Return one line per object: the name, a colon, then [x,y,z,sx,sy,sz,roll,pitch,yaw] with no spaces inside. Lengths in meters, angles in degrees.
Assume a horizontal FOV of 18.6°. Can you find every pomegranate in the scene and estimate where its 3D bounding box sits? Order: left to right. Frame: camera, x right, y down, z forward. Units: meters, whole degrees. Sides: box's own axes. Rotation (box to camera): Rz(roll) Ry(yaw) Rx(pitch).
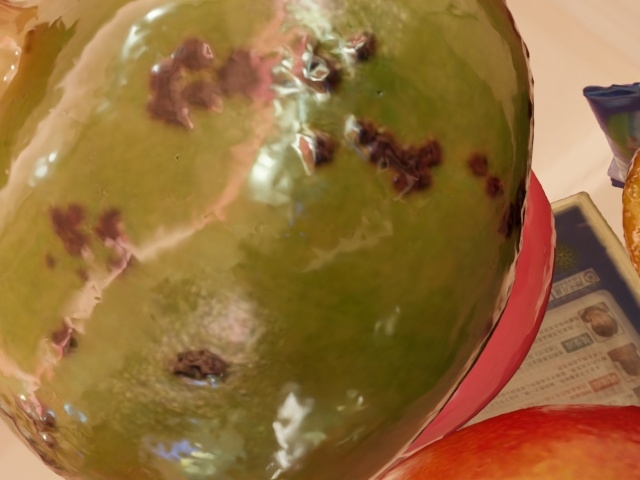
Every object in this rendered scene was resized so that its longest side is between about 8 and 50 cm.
pomegranate: [-0.059,-0.037,0.824,0.291,0.323,0.290,-26,44,29]

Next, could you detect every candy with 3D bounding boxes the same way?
candy: [0.335,-0.094,1.733,0.331,0.187,0.077,53,-142,-72]

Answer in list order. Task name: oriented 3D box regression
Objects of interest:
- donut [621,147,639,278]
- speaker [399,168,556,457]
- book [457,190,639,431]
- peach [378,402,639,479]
donut: [0.230,-0.020,0.989,0.152,0.152,0.058,-54,-9,10]
speaker: [0.000,0.000,1.182,0.294,0.294,0.294,-49,19,24]
book: [0.177,0.121,1.437,0.228,0.322,0.018,-21,27,32]
peach: [0.079,0.147,0.651,0.197,0.197,0.197,-49,19,24]
